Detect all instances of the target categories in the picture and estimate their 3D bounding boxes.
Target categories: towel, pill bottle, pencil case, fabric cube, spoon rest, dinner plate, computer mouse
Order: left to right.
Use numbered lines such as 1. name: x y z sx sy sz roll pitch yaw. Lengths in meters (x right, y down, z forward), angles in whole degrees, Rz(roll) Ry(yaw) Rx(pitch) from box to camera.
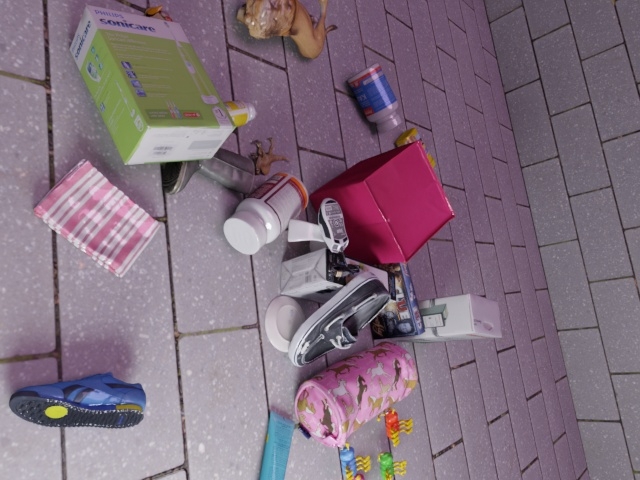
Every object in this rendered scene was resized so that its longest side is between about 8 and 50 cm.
1. towel: -0.413 -0.041 0.890 0.197 0.029 0.144 47 48 -28
2. pill bottle: -0.218 -0.315 1.171 0.116 0.065 0.065 -30 100 -48
3. pill bottle: -0.130 -0.068 1.144 0.121 0.121 0.221 58 44 -17
4. dinner plate: -0.083 0.210 1.187 0.141 0.017 0.141 21 61 -44
5. spoon rest: 0.000 0.000 1.237 0.276 0.084 0.137 26 67 -70
6. computer mouse: 0.034 -0.006 1.126 0.106 0.042 0.193 -9 84 -46
7. pencil case: 0.107 0.391 1.232 0.386 0.160 0.167 -11 115 -50
8. pill bottle: 0.199 -0.497 1.654 0.221 0.124 0.124 59 43 -15
9. fabric cube: 0.177 -0.097 1.352 0.254 0.258 0.259 -37 106 -32

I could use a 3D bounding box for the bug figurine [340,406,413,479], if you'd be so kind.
1. bug figurine: 0.139 0.579 1.240 0.279 0.072 0.216 -16 107 -44

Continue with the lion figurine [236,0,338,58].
1. lion figurine: -0.069 -0.645 1.397 0.392 0.142 0.240 16 73 -49

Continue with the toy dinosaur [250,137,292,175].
1. toy dinosaur: -0.145 -0.224 1.249 0.183 0.053 0.093 -43 128 -57

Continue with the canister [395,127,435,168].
1. canister: 0.372 -0.342 1.837 0.170 0.073 0.126 56 43 -17

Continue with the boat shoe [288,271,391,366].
1. boat shoe: 0.048 0.213 1.136 0.108 0.301 0.102 42 6 -46

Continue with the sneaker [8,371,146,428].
1. sneaker: -0.400 0.262 0.788 0.209 0.069 0.082 19 30 -34

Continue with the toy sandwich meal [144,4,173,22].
1. toy sandwich meal: -0.371 -0.509 1.091 0.085 0.029 0.086 19 64 -44

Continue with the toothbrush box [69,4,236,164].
1. toothbrush box: -0.335 -0.306 0.943 0.206 0.122 0.283 -17 75 -50

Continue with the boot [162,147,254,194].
1. boot: -0.251 -0.152 1.087 0.208 0.076 0.190 33 55 -45

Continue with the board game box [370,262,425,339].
1. board game box: 0.206 0.169 1.409 0.042 0.165 0.243 -11 85 -49

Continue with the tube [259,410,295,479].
1. tube: -0.102 0.498 1.048 0.080 0.052 0.207 43 44 -37

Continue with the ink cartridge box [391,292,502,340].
1. ink cartridge box: 0.398 0.257 1.499 0.211 0.289 0.122 17 65 -45

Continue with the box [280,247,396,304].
1. box: 0.053 0.114 1.257 0.290 0.169 0.087 21 60 -41
